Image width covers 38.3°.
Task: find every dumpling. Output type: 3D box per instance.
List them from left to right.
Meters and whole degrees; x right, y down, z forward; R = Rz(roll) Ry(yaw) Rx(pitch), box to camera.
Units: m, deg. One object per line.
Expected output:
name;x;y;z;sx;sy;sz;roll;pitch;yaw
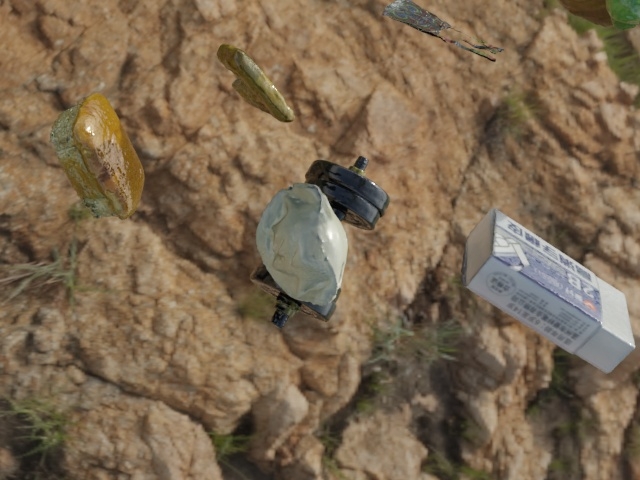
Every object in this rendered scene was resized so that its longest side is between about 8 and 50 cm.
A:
dumpling;-0.035;0.010;1.506;0.111;0.155;0.181;43;48;-51

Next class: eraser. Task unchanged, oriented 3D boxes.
eraser;0.276;0.060;1.119;0.210;0.068;0.124;32;29;-7

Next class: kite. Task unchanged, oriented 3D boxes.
kite;0.277;-0.468;2.066;0.285;0.015;0.152;29;36;15

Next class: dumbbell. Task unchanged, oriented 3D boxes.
dumbbell;0.000;0.000;1.858;0.185;0.185;0.388;33;79;-28

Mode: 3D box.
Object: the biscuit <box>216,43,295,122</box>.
biscuit;-0.133;-0.292;1.664;0.039;0.174;0.183;-46;131;-4

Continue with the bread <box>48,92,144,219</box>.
bread;-0.437;-0.162;1.823;0.174;0.121;0.245;-94;169;-54

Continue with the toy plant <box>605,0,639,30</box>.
toy plant;0.492;-0.474;1.415;0.317;0.211;0.356;-4;75;-33

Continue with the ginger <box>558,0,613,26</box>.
ginger;0.582;-0.560;1.822;0.200;0.269;0.223;11;49;-47
